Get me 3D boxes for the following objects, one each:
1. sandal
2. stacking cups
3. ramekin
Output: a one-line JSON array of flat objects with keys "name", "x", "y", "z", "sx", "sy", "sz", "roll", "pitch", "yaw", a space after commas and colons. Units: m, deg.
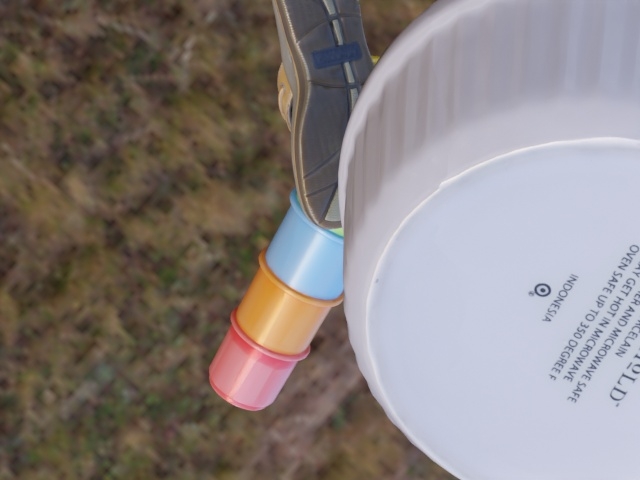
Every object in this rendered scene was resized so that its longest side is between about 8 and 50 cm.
[{"name": "sandal", "x": -0.001, "y": -0.097, "z": 1.126, "sx": 0.072, "sy": 0.180, "sz": 0.049, "roll": -11, "pitch": 180, "yaw": -31}, {"name": "stacking cups", "x": 0.000, "y": 0.000, "z": 1.503, "sx": 0.096, "sy": 0.096, "sz": 0.316, "roll": -19, "pitch": 145, "yaw": -56}, {"name": "ramekin", "x": 0.132, "y": 0.012, "z": 0.849, "sx": 0.127, "sy": 0.272, "sz": 0.273, "roll": -70, "pitch": -175, "yaw": -55}]
